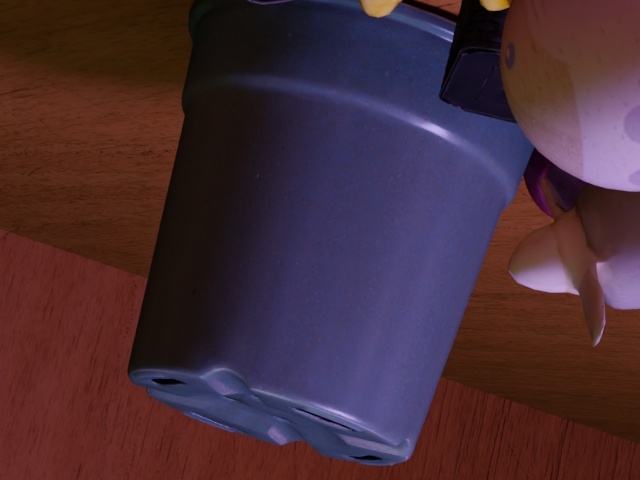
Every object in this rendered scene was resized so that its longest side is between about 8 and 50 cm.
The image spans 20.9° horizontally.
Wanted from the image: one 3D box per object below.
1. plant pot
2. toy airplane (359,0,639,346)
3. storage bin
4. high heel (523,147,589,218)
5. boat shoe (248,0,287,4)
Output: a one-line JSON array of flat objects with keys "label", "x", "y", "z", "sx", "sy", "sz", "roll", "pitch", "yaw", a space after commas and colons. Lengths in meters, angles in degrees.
[{"label": "plant pot", "x": 0.000, "y": 0.000, "z": 1.504, "sx": 0.341, "sy": 0.334, "sz": 0.341, "roll": 15, "pitch": 164, "yaw": 5}, {"label": "toy airplane", "x": 0.146, "y": -0.124, "z": 0.594, "sx": 0.386, "sy": 0.272, "sz": 0.384, "roll": 35, "pitch": 140, "yaw": -22}, {"label": "storage bin", "x": 0.154, "y": -0.134, "z": 1.164, "sx": 0.122, "sy": 0.084, "sz": 0.180, "roll": 14, "pitch": 173, "yaw": 0}, {"label": "high heel", "x": 0.379, "y": -0.041, "z": 1.642, "sx": 0.377, "sy": 0.127, "sz": 0.181, "roll": 13, "pitch": -161, "yaw": -19}, {"label": "boat shoe", "x": 0.035, "y": -0.208, "z": 1.115, "sx": 0.103, "sy": 0.092, "sz": 0.285, "roll": 20, "pitch": 167, "yaw": -33}]
